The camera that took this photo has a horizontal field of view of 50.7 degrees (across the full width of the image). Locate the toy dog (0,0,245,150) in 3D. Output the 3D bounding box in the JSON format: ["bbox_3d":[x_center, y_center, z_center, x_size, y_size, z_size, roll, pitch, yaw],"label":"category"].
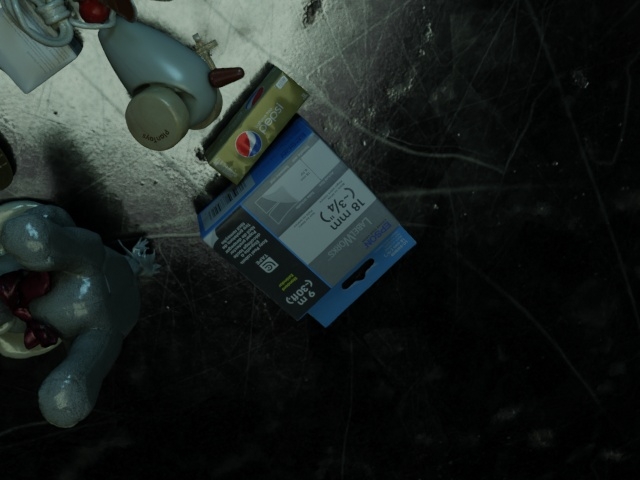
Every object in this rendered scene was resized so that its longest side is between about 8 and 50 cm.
[{"bbox_3d":[-0.224,-0.279,0.897,0.161,0.220,0.333,-25,130,24],"label":"toy dog"}]

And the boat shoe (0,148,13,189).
[{"bbox_3d":[-0.499,-0.137,0.960,0.056,0.048,0.153,-42,125,-10],"label":"boat shoe"}]

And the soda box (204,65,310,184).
[{"bbox_3d":[-0.100,-0.178,1.045,0.058,0.061,0.181,37,98,-27],"label":"soda box"}]

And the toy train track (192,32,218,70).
[{"bbox_3d":[-0.167,-0.269,1.013,0.048,0.014,0.083,-29,118,-3],"label":"toy train track"}]

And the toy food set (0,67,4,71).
[{"bbox_3d":[-0.460,-0.272,0.893,0.019,0.078,0.122,-47,133,2],"label":"toy food set"}]

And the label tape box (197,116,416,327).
[{"bbox_3d":[0.000,0.000,1.129,0.240,0.106,0.334,-44,117,6],"label":"label tape box"}]

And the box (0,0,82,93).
[{"bbox_3d":[-0.386,-0.266,0.899,0.087,0.101,0.102,-37,116,2],"label":"box"}]

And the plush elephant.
[{"bbox_3d":[-0.411,0.082,0.974,0.255,0.330,0.271,-9,103,12],"label":"plush elephant"}]
